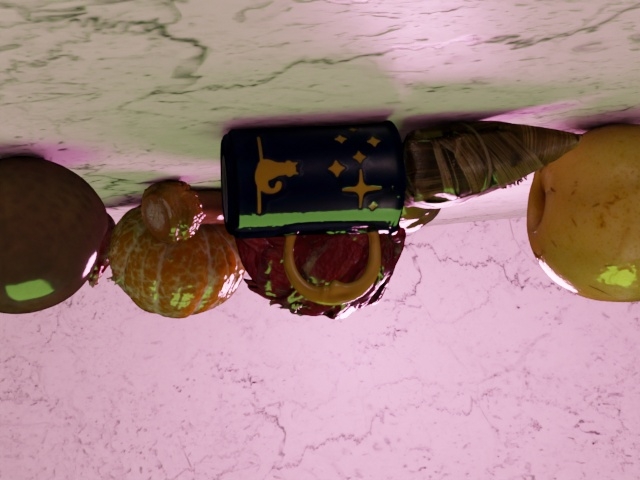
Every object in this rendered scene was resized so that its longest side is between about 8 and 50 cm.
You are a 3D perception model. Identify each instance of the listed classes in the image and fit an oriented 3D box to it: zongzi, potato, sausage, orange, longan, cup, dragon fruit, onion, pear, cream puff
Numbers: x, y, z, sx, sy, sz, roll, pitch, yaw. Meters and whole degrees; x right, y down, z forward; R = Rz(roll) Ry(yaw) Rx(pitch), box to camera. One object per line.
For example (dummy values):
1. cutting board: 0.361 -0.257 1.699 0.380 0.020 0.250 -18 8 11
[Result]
1. zongzi: 0.259 -0.136 1.339 0.289 0.134 0.286 -13 -177 -4
2. potato: 0.175 -0.097 1.675 0.169 0.143 0.248 -45 161 11
3. sausage: -0.216 -0.076 1.836 0.088 0.087 0.433 -9 176 42
4. orange: -0.340 0.041 1.895 0.330 0.249 0.329 19 -160 -7
5. longan: -0.454 -0.010 1.225 0.258 0.257 0.258 -6 177 0
6. cup: -0.011 -0.055 1.170 0.257 0.254 0.178 -4 145 -11
7. dragon fruit: 0.002 0.000 1.505 0.330 0.329 0.329 -6 177 0
8. onion: -0.566 0.019 1.937 0.160 0.194 0.159 -16 175 -2
9. pear: 0.545 -0.049 1.458 0.349 0.348 0.348 -6 177 0
10. cream puff: -0.296 -0.061 1.616 0.103 0.126 0.144 -21 -168 -36

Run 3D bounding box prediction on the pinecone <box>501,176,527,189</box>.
1. pinecone: 0.408 -0.146 1.714 0.083 0.077 0.077 -47 171 5
